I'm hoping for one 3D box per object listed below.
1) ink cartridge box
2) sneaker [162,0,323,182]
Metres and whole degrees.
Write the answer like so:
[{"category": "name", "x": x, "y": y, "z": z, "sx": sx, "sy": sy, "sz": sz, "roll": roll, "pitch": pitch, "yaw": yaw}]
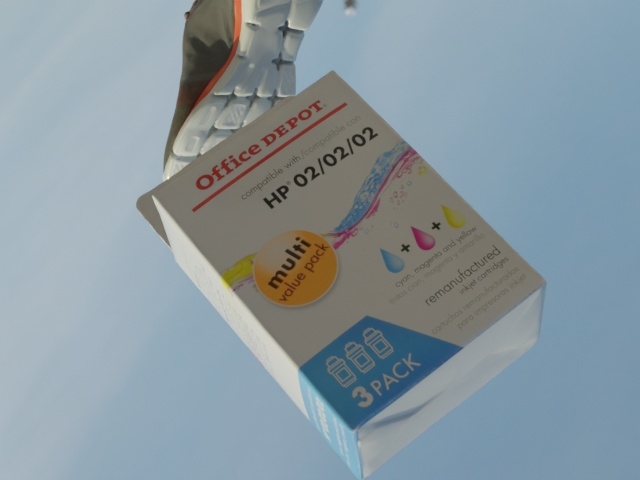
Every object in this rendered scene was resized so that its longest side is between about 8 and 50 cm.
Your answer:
[{"category": "ink cartridge box", "x": 0.000, "y": 0.000, "z": 0.598, "sx": 0.104, "sy": 0.062, "sz": 0.181, "roll": -36, "pitch": -117, "yaw": -14}, {"category": "sneaker", "x": -0.047, "y": -0.098, "z": 0.717, "sx": 0.065, "sy": 0.061, "sz": 0.158, "roll": 44, "pitch": -66, "yaw": 43}]
